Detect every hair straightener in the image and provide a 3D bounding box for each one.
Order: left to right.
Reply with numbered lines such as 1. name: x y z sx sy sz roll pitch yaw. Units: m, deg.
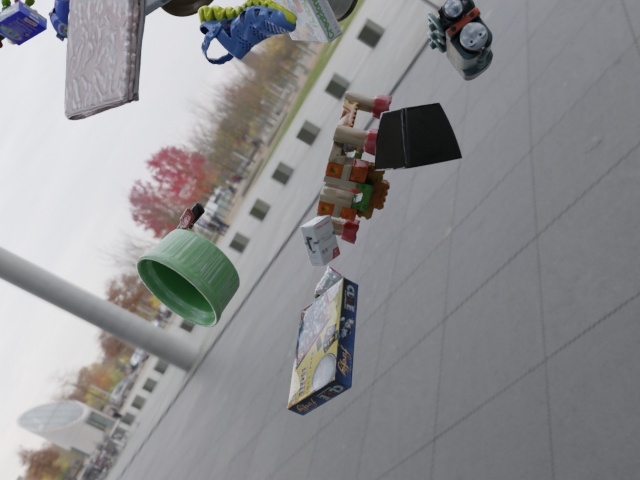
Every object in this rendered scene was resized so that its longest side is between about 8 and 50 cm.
1. hair straightener: -0.407 -0.058 2.070 0.089 0.047 0.230 -35 -8 -35

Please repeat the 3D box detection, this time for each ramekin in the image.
1. ramekin: -0.390 0.108 1.974 0.148 0.303 0.303 -53 4 -31

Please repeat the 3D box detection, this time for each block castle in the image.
1. block castle: 0.129 -0.238 2.183 0.303 0.212 0.454 -76 0 -49

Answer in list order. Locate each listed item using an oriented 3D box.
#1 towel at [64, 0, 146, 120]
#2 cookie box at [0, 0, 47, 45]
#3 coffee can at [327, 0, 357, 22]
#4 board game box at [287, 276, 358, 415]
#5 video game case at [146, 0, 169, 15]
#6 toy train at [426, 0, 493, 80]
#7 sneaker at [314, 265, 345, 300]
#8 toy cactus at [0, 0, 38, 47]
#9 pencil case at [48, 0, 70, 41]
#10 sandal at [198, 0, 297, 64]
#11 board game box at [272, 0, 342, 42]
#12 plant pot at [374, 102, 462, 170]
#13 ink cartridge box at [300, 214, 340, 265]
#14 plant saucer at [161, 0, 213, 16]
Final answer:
1. towel: -0.501 -0.458 1.505 0.316 0.053 0.332 2 87 44
2. cookie box: -0.797 -0.575 1.730 0.107 0.092 0.040 -19 66 21
3. coffee can: -0.037 -0.790 2.009 0.275 0.201 0.202 -12 -36 -50
4. board game box: 0.007 0.215 1.337 0.165 0.042 0.243 -41 30 41
5. video game case: -0.371 -0.626 1.512 0.193 0.212 0.023 -35 -33 -7
6. toy train: 0.392 -0.555 1.788 0.142 0.190 0.334 -38 -5 9
7. sneaker: 0.034 0.188 2.172 0.111 0.103 0.252 -46 -33 -16
8. toy cactus: -0.971 -0.681 2.067 0.180 0.112 0.219 -39 28 64
9. pencil case: -0.701 -0.729 1.885 0.119 0.133 0.306 -102 31 -44
10. sandal: -0.186 -0.505 1.601 0.317 0.126 0.138 6 83 42
11. board game box: -0.076 -0.636 1.610 0.053 0.305 0.193 -41 33 -14
12. plant pot: 0.264 -0.296 1.858 0.187 0.188 0.167 8 110 65
13. ink cartridge box: 0.000 0.000 2.049 0.056 0.135 0.099 -3 19 38
14. plant saucer: -0.411 -0.833 2.036 0.277 0.041 0.278 -35 -26 -20
